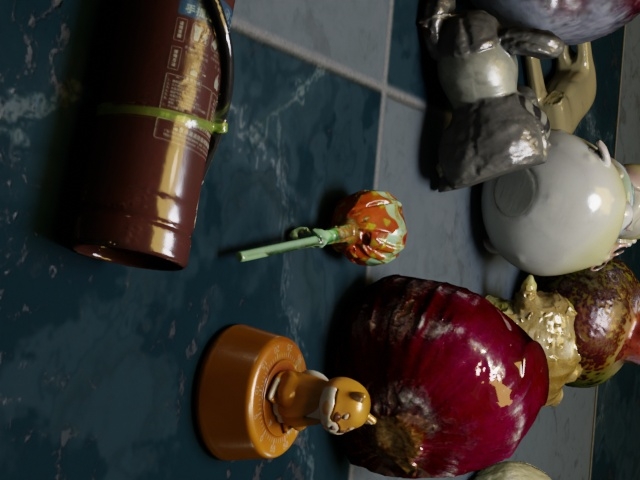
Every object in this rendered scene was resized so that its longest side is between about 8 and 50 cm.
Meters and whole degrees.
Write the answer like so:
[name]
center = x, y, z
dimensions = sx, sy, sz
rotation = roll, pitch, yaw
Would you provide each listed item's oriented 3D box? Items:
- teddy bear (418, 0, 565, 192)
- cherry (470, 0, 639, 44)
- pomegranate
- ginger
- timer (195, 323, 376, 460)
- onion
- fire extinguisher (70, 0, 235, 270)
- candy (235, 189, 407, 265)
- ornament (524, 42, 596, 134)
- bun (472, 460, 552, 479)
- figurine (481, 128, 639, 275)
[teddy bear]
center = 0.222, -0.188, 1.702
dimensions = 0.144, 0.171, 0.251
rotation = -12, 101, -73
[cherry]
center = 0.306, -0.356, 1.748
dimensions = 0.296, 0.254, 0.218
rotation = 42, 48, -81
[pomegranate]
center = 0.420, 0.130, 2.022
dimensions = 0.214, 0.247, 0.214
rotation = -42, 145, -39
[ginger]
center = 0.289, 0.145, 1.905
dimensions = 0.102, 0.157, 0.216
rotation = -105, -168, -68
[timer]
center = -0.021, 0.150, 1.287
dimensions = 0.132, 0.152, 0.132
rotation = -13, 105, -61
[onion]
center = 0.138, 0.143, 1.534
dimensions = 0.216, 0.206, 0.207
rotation = -51, 136, -49
[fire extinguisher]
center = -0.118, -0.147, 1.126
dimensions = 0.141, 0.105, 0.341
rotation = 50, 49, -72
[candy]
center = 0.000, 0.002, 1.404
dimensions = 0.287, 0.078, 0.084
rotation = -15, 90, -57
[ornament]
center = 0.363, -0.198, 2.081
dimensions = 0.230, 0.061, 0.245
rotation = -51, 136, -45
[bun]
center = 0.287, 0.437, 1.921
dimensions = 0.259, 0.152, 0.259
rotation = -12, 104, -59
[figurine]
center = 0.380, -0.081, 1.956
dimensions = 0.394, 0.226, 0.275
rotation = 3, 57, -47
